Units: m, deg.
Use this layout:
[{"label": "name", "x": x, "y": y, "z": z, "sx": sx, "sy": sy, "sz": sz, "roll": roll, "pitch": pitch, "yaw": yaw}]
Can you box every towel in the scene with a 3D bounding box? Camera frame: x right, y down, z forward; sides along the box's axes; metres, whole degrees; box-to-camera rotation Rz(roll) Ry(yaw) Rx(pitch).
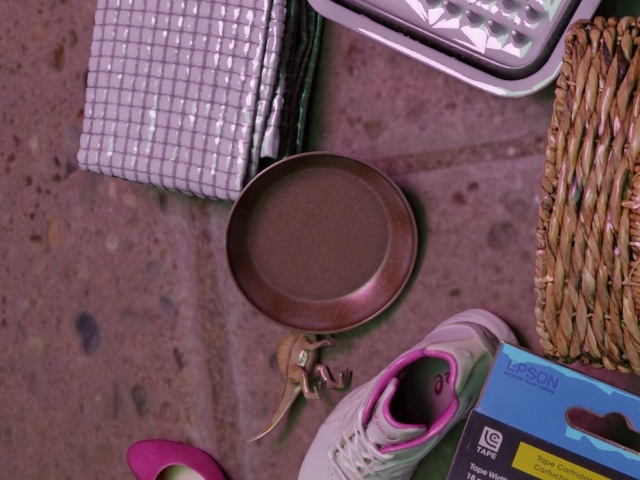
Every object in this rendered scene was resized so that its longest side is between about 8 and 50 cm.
[{"label": "towel", "x": -0.123, "y": -0.189, "z": 1.226, "sx": 0.235, "sy": 0.121, "sz": 0.283, "roll": 10, "pitch": 96, "yaw": 27}]

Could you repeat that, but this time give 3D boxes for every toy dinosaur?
[{"label": "toy dinosaur", "x": -0.018, "y": 0.142, "z": 1.228, "sx": 0.092, "sy": 0.053, "sz": 0.183, "roll": 15, "pitch": 92, "yaw": 43}]

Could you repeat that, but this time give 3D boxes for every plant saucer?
[{"label": "plant saucer", "x": 0.000, "y": 0.000, "z": 1.167, "sx": 0.198, "sy": 0.036, "sz": 0.198, "roll": -1, "pitch": 109, "yaw": -3}]

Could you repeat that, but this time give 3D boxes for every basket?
[{"label": "basket", "x": 0.314, "y": -0.034, "z": 0.931, "sx": 0.223, "sy": 0.213, "sz": 0.299, "roll": 8, "pitch": 97, "yaw": 29}]

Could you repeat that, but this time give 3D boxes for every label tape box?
[{"label": "label tape box", "x": 0.226, "y": 0.275, "z": 1.035, "sx": 0.241, "sy": 0.106, "sz": 0.333, "roll": 22, "pitch": 103, "yaw": 15}]

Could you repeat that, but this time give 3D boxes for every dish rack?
[{"label": "dish rack", "x": 0.165, "y": -0.313, "z": 1.052, "sx": 0.285, "sy": 0.072, "sz": 0.333, "roll": 30, "pitch": 93, "yaw": 23}]

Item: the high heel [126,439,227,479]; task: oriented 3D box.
[{"label": "high heel", "x": -0.147, "y": 0.301, "z": 1.259, "sx": 0.244, "sy": 0.117, "sz": 0.082, "roll": 33, "pitch": 108, "yaw": 24}]

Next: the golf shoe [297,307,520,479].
[{"label": "golf shoe", "x": 0.062, "y": 0.184, "z": 1.127, "sx": 0.115, "sy": 0.140, "sz": 0.306, "roll": 48, "pitch": 114, "yaw": 17}]
